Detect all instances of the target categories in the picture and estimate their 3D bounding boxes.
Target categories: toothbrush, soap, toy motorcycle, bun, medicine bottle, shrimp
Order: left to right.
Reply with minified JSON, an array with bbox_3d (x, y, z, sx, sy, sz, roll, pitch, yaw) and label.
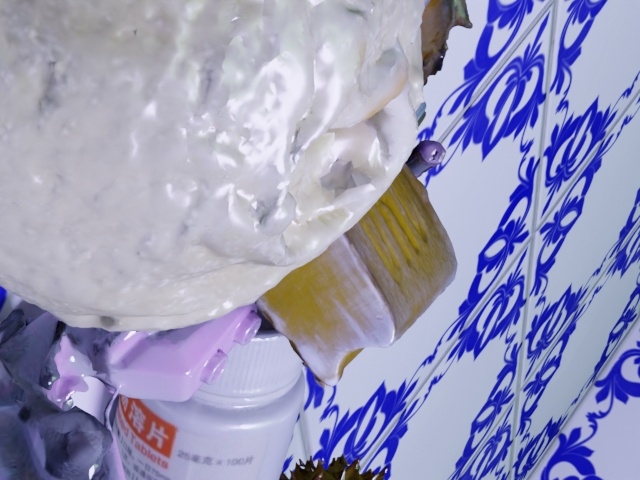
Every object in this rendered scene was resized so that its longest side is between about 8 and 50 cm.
[{"bbox_3d":[-0.153,0.134,1.033,0.327,0.188,0.143,-48,164,-30],"label":"toy motorcycle"},{"bbox_3d":[-0.066,-0.107,0.856,0.349,0.227,0.352,-24,138,-55],"label":"bun"},{"bbox_3d":[-0.087,0.132,1.251,0.144,0.144,0.252,-34,151,-50],"label":"medicine bottle"},{"bbox_3d":[0.012,-0.007,1.169,0.089,0.173,0.274,-31,-179,17],"label":"soap"},{"bbox_3d":[0.083,-0.070,1.380,0.029,0.024,0.354,-62,-179,-1],"label":"toothbrush"},{"bbox_3d":[0.103,-0.204,1.357,0.117,0.066,0.262,-53,162,-20],"label":"shrimp"}]

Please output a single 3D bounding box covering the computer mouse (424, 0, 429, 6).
[{"bbox_3d":[0.032,-0.201,1.116,0.184,0.121,0.296,-33,145,-54],"label":"computer mouse"}]

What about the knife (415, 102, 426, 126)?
[{"bbox_3d":[0.000,0.000,1.446,0.343,0.027,0.061,-54,178,-13],"label":"knife"}]

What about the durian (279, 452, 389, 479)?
[{"bbox_3d":[-0.040,0.376,1.409,0.384,0.348,0.347,-21,137,-51],"label":"durian"}]
